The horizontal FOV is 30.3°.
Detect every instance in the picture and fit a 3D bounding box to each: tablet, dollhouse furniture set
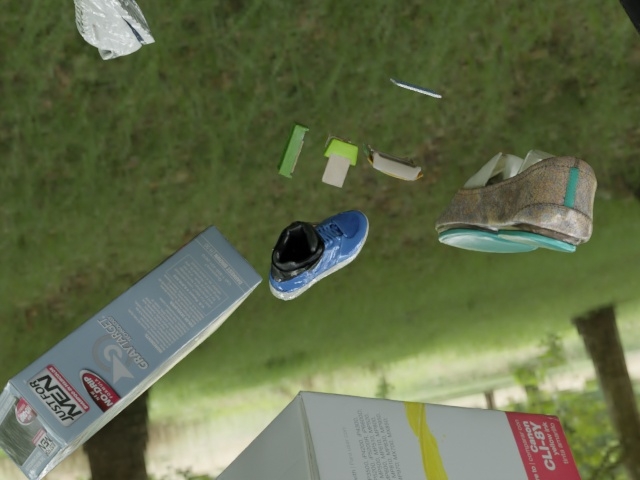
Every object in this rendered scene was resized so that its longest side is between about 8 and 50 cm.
[{"bbox_3d":[0.165,-0.264,2.046,0.083,0.006,0.054,14,-166,-15],"label":"tablet"},{"bbox_3d":[0.033,-0.080,1.311,0.151,0.059,0.076,17,-170,-10],"label":"dollhouse furniture set"}]

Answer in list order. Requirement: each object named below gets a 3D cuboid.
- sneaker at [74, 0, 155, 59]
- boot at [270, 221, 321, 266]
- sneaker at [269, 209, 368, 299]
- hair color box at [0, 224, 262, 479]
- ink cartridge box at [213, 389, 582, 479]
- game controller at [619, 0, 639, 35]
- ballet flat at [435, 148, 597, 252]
[{"bbox_3d":[-0.333,-0.344,1.794,0.094,0.090,0.235,-24,156,5],"label":"sneaker"},{"bbox_3d":[-0.025,-0.004,1.653,0.118,0.042,0.087,-36,-171,29],"label":"boot"},{"bbox_3d":[0.001,0.001,1.394,0.152,0.058,0.084,-36,157,-21],"label":"sneaker"},{"bbox_3d":[-0.266,0.150,1.608,0.374,0.113,0.185,-41,177,-37],"label":"hair color box"},{"bbox_3d":[0.086,0.326,1.430,0.384,0.160,0.279,10,139,-30],"label":"ink cartridge box"},{"bbox_3d":[0.369,-0.223,1.074,0.166,0.319,0.067,-33,-166,11],"label":"game controller"},{"bbox_3d":[0.212,-0.042,1.261,0.107,0.106,0.316,14,176,-15],"label":"ballet flat"}]
